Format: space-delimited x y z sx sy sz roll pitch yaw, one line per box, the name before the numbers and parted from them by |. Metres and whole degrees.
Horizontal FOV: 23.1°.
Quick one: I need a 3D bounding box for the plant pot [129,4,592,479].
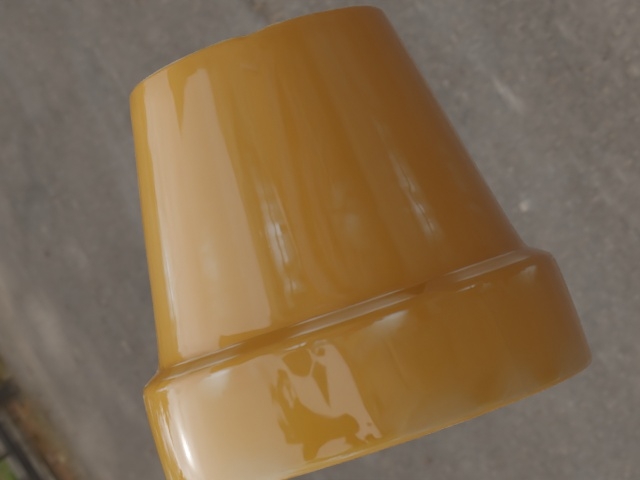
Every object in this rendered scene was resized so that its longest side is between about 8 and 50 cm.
plant pot | 0.000 0.000 0.733 0.205 0.205 0.188 -25 83 63
